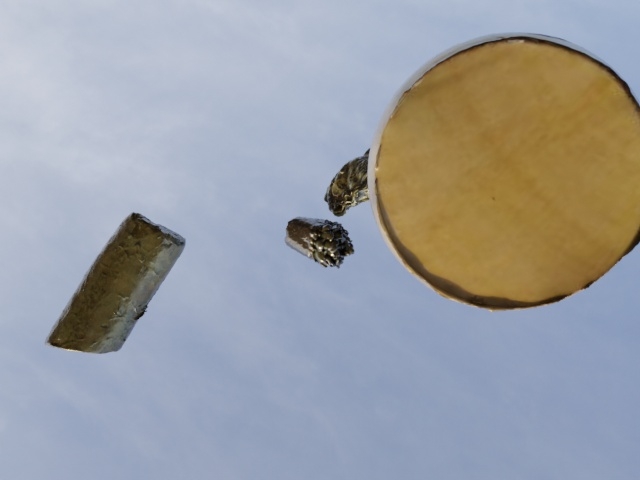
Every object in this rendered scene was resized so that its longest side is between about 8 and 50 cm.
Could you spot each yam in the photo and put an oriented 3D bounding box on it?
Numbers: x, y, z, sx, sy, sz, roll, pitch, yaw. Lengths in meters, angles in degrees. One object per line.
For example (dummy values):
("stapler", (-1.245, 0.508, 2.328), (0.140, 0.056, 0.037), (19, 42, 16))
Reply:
("yam", (-0.121, 0.029, 0.363), (0.043, 0.043, 0.094), (25, -100, 23))

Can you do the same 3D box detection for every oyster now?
("oyster", (0.079, -0.124, 1.233), (0.177, 0.064, 0.125), (-42, -136, -1))

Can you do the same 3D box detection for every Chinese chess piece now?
("Chinese chess piece", (0.172, -0.061, 0.569), (0.257, 0.104, 0.257), (2, -80, 10))

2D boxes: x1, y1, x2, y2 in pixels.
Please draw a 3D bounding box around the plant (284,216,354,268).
("plant", (0.000, 0.000, 1.237), (0.143, 0.092, 0.094), (21, -162, 32))
